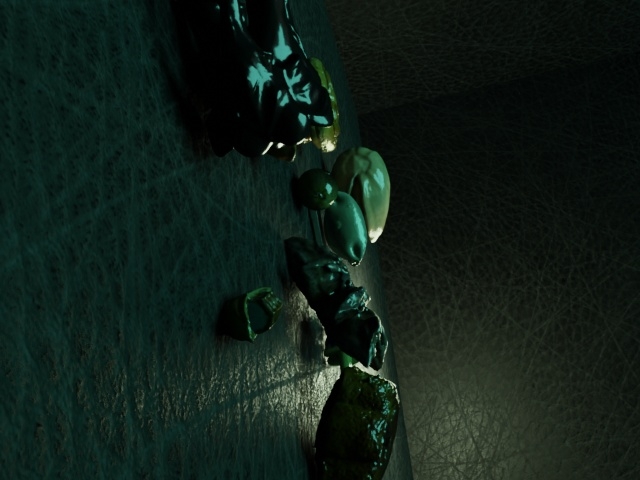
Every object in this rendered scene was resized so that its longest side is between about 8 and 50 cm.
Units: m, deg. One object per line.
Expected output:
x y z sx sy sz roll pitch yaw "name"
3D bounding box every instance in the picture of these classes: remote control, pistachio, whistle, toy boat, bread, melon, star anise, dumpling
0.000 0.000 1.800 0.077 0.022 0.244 1 78 -83 "remote control"
0.129 -0.144 2.260 0.214 0.194 0.317 -60 150 -61 "pistachio"
0.051 0.239 1.612 0.227 0.085 0.105 -94 168 -47 "whistle"
-0.090 0.101 0.952 0.172 0.066 0.064 -47 128 -78 "toy boat"
0.064 0.350 1.299 0.246 0.135 0.231 -51 144 -60 "bread"
-0.008 -0.124 1.659 0.162 0.099 0.099 -94 171 -75 "melon"
0.040 0.122 1.410 0.331 0.118 0.331 58 -4 6 "star anise"
0.048 -0.031 1.819 0.105 0.149 0.216 -21 94 -43 "dumpling"
-0.019 -0.351 1.813 0.198 0.120 0.236 60 20 -68 "bread"

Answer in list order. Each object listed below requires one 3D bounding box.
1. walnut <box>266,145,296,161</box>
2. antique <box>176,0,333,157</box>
-0.093 -0.231 1.280 0.211 0.087 0.167 -102 -172 -63 "walnut"
-0.090 -0.251 1.021 0.322 0.185 0.254 -58 135 -83 "antique"
